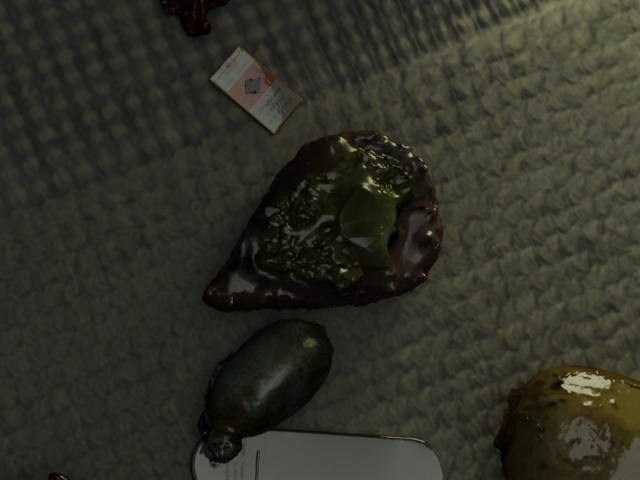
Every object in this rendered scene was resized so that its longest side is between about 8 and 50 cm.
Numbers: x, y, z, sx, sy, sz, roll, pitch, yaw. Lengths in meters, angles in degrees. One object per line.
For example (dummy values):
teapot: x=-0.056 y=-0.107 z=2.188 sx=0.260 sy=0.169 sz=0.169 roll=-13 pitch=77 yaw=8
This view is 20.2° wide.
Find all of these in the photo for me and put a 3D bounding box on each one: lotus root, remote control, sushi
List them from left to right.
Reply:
lotus root: x=-0.054 y=0.133 z=1.664 sx=0.165 sy=0.088 sz=0.088 roll=-44 pitch=92 yaw=-14
remote control: x=-0.001 y=0.218 z=1.698 sx=0.245 sy=0.022 sz=0.077 roll=4 pitch=81 yaw=-9
sushi: x=0.000 y=-0.020 z=1.685 sx=0.241 sy=0.107 sz=0.161 roll=-6 pitch=81 yaw=-10
lotus root: x=0.301 y=0.218 z=1.690 sx=0.284 sy=0.146 sz=0.160 roll=21 pitch=100 yaw=0

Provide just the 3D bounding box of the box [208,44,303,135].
box: x=-0.063 y=-0.145 z=1.732 sx=0.083 sy=0.012 sz=0.046 roll=40 pitch=79 yaw=-3

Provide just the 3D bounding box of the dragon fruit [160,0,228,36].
dragon fruit: x=-0.109 y=-0.264 z=1.727 sx=0.097 sy=0.063 sz=0.131 roll=-16 pitch=86 yaw=21

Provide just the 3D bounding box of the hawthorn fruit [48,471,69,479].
hawthorn fruit: x=-0.259 y=0.296 z=1.577 sx=0.169 sy=0.169 sz=0.188 roll=5 pitch=67 yaw=-9
